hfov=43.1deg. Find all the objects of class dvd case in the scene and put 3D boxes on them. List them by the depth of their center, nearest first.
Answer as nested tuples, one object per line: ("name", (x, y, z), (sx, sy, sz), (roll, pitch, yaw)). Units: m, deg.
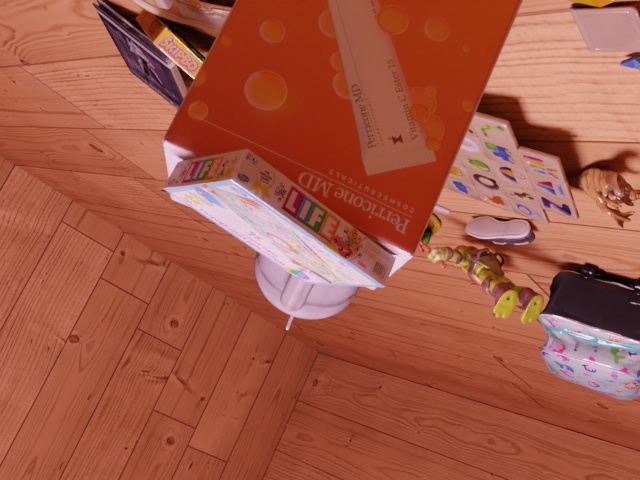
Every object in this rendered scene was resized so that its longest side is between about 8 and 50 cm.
("dvd case", (-0.283, -0.292, 1.343), (0.164, 0.018, 0.221), (39, 169, 13))

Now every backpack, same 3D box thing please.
("backpack", (0.521, 0.178, 1.481), (0.225, 0.191, 0.253), (16, 168, 26))

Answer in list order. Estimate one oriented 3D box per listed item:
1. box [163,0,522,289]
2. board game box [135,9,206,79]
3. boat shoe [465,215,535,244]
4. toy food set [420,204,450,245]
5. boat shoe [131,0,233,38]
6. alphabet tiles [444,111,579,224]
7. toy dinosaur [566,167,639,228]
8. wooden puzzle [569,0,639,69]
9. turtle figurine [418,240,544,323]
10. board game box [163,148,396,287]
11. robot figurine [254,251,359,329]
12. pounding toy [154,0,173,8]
("box", (0.033, -0.162, 0.728), (0.215, 0.345, 0.168), (24, 165, -2))
("board game box", (-0.189, -0.261, 1.131), (0.124, 0.039, 0.259), (40, -177, -27))
("boat shoe", (0.310, -0.015, 1.399), (0.125, 0.046, 0.038), (0, 148, 41))
("toy food set", (0.159, -0.022, 1.558), (0.128, 0.071, 0.218), (24, 165, 1))
("boat shoe", (-0.172, -0.317, 1.089), (0.170, 0.059, 0.063), (19, -164, -7))
("alphabet tiles", (0.201, -0.123, 1.171), (0.342, 0.011, 0.285), (24, 168, 34))
("toy dinosaur", (0.372, -0.076, 1.095), (0.112, 0.064, 0.211), (39, 175, -10))
("wooden puzzle", (0.290, -0.211, 0.806), (0.078, 0.014, 0.116), (19, 165, 35))
("turtle figurine", (0.308, 0.065, 1.477), (0.269, 0.087, 0.217), (29, -169, -39))
("board game box", (-0.031, -0.012, 0.617), (0.154, 0.026, 0.103), (35, 159, -31))
("robot figurine", (0.000, 0.000, 1.446), (0.200, 0.300, 0.353), (26, 127, 4))
("pounding toy", (-0.205, -0.341, 0.862), (0.155, 0.154, 0.269), (20, 165, 18))
